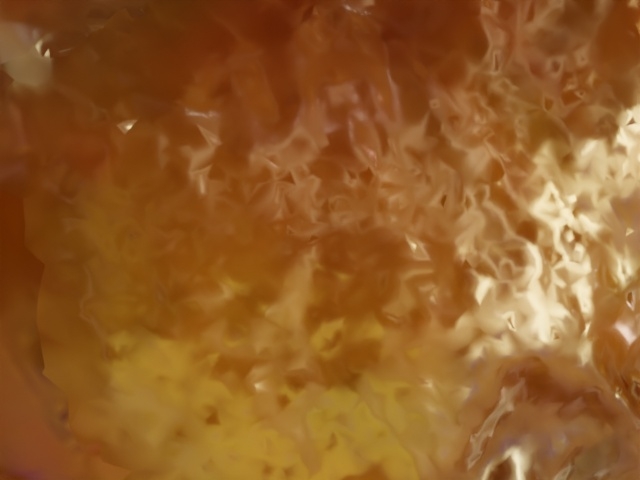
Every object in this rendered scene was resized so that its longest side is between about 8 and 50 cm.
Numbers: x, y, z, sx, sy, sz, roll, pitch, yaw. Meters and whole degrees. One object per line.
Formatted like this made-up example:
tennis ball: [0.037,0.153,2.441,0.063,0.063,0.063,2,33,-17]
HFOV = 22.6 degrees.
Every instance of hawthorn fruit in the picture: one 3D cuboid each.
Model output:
hawthorn fruit: [0.000,0.000,0.682,0.472,0.471,0.472,30,-21,13]
